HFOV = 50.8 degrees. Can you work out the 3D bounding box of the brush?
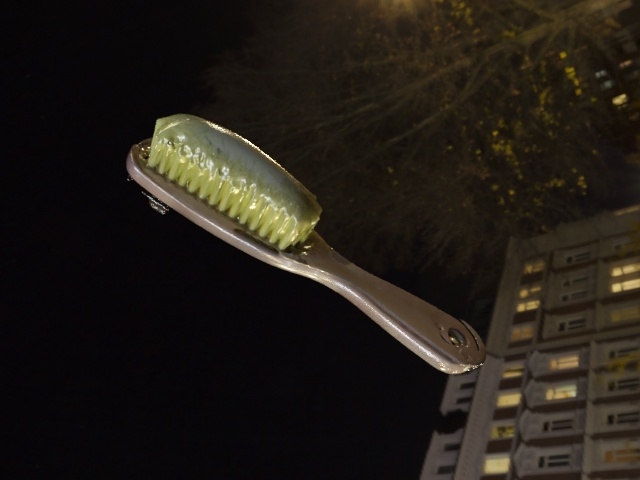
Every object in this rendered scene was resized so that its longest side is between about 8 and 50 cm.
[{"bbox_3d":[0.000,0.000,0.502,0.313,0.067,0.072,33,-140,-1],"label":"brush"}]
